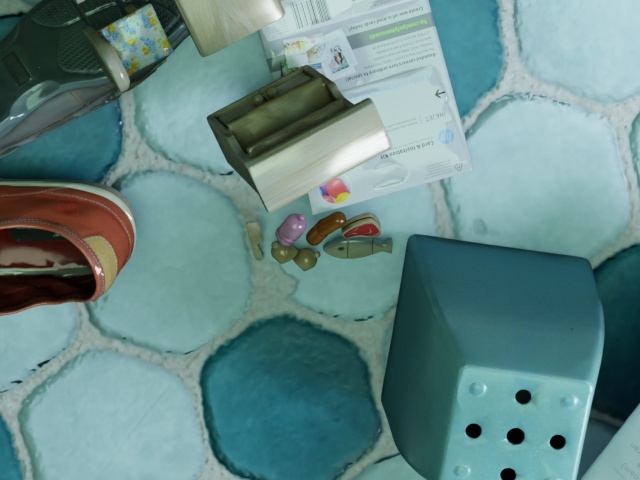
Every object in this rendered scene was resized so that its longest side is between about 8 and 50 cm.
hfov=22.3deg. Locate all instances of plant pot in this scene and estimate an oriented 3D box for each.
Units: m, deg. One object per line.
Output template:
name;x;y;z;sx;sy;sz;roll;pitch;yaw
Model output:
plant pot;0.149;0.115;1.347;0.165;0.234;0.166;8;106;-3

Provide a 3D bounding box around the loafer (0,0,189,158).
loafer;-0.217;-0.142;1.360;0.267;0.084;0.096;-28;74;4

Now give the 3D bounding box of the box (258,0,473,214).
box;0.036;-0.130;1.375;0.145;0.038;0.186;-16;105;5

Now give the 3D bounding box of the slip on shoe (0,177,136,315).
slip on shoe;-0.323;0.010;1.370;0.331;0.101;0.123;-1;122;3

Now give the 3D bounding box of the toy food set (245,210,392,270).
toy food set;0.000;0.000;1.402;0.122;0.019;0.078;-7;144;4

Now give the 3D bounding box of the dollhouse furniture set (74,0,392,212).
dollhouse furniture set;-0.061;-0.167;1.235;0.212;0.161;0.242;-28;112;-7

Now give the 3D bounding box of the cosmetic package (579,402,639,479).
cosmetic package;0.315;0.260;1.376;0.161;0.230;0.453;43;105;31
